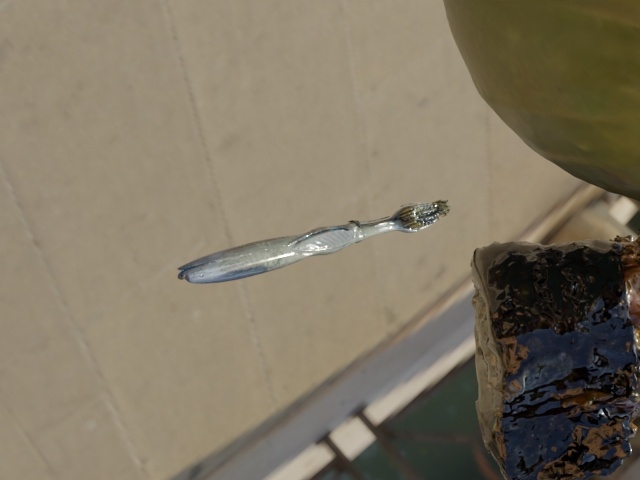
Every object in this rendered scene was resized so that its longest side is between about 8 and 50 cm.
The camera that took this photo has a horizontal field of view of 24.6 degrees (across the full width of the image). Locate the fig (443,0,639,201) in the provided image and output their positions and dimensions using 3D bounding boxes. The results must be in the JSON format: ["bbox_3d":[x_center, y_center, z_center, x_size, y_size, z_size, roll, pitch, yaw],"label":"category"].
[{"bbox_3d":[0.224,-0.153,0.840,0.316,0.316,0.316,-29,146,-22],"label":"fig"}]

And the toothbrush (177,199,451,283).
[{"bbox_3d":[0.000,0.000,1.609,0.413,0.035,0.042,-15,171,-44],"label":"toothbrush"}]

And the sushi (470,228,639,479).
[{"bbox_3d":[0.267,0.151,1.577,0.208,0.234,0.348,-8,145,3],"label":"sushi"}]
